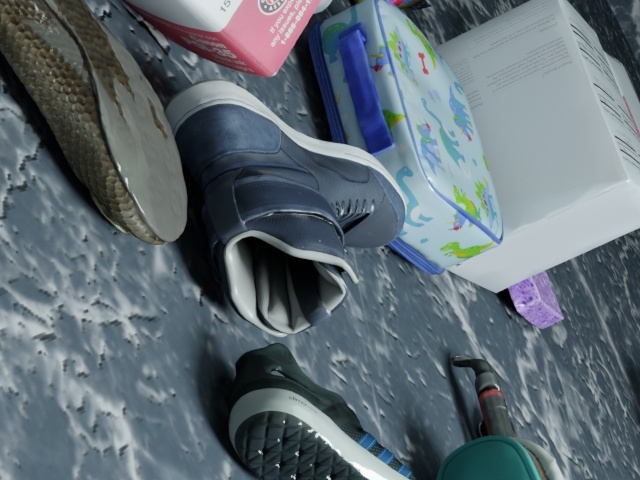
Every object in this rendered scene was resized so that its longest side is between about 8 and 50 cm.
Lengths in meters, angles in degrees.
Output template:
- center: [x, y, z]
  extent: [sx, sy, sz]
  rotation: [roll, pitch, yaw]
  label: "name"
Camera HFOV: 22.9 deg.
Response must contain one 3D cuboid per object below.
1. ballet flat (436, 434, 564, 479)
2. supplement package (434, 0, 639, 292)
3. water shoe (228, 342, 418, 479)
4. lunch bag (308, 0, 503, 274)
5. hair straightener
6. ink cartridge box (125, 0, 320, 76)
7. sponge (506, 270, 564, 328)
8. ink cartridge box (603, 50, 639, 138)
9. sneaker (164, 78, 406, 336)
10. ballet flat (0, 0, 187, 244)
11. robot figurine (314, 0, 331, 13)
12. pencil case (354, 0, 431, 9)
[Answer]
- center: [0.162, 0.312, 1.070]
  extent: [0.139, 0.139, 0.400]
  rotation: [47, 23, -38]
  label: "ballet flat"
- center: [0.191, -0.089, 1.491]
  extent: [0.149, 0.194, 0.203]
  rotation: [24, 45, -61]
  label: "supplement package"
- center: [0.019, 0.137, 0.991]
  extent: [0.203, 0.073, 0.080]
  rotation: [49, 23, -36]
  label: "water shoe"
- center: [0.070, -0.093, 1.357]
  extent: [0.176, 0.090, 0.219]
  rotation: [34, 35, -54]
  label: "lunch bag"
- center: [0.153, 0.196, 1.308]
  extent: [0.089, 0.047, 0.230]
  rotation: [69, 1, -59]
  label: "hair straightener"
- center: [-0.090, -0.264, 0.991]
  extent: [0.117, 0.207, 0.283]
  rotation: [27, -7, 39]
  label: "ink cartridge box"
- center: [0.192, -0.016, 1.626]
  extent: [0.117, 0.031, 0.210]
  rotation: [32, 36, -65]
  label: "sponge"
- center: [0.264, -0.106, 1.717]
  extent: [0.072, 0.175, 0.127]
  rotation: [16, 50, -59]
  label: "ink cartridge box"
- center: [-0.002, 0.001, 1.060]
  extent: [0.226, 0.086, 0.163]
  rotation: [24, 32, -46]
  label: "sneaker"
- center: [-0.153, -0.102, 0.902]
  extent: [0.249, 0.058, 0.084]
  rotation: [61, 24, -22]
  label: "ballet flat"
- center: [-0.016, -0.341, 1.284]
  extent: [0.353, 0.200, 0.299]
  rotation: [24, 72, -60]
  label: "robot figurine"
- center: [0.044, -0.332, 1.564]
  extent: [0.236, 0.104, 0.104]
  rotation: [64, 21, 2]
  label: "pencil case"
